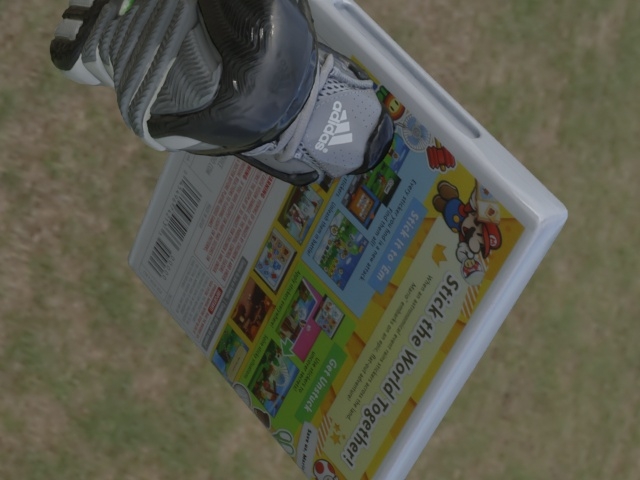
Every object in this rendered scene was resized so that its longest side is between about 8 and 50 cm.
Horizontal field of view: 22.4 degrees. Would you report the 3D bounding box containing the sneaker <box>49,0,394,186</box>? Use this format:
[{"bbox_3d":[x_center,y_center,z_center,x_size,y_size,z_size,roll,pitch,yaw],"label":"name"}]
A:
[{"bbox_3d":[-0.014,-0.062,0.619,0.132,0.228,0.086,26,94,-25],"label":"sneaker"}]

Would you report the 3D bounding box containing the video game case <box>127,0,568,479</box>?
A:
[{"bbox_3d":[0.000,0.000,0.804,0.026,0.206,0.227,-19,147,-42],"label":"video game case"}]
